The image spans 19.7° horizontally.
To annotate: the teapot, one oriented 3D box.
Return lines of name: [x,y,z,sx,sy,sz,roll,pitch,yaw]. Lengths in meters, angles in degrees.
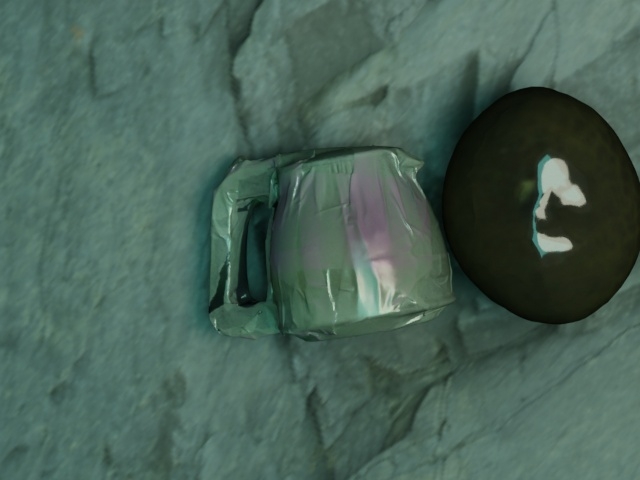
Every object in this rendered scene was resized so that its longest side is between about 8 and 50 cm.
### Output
teapot: [0.012,-0.002,1.690,0.163,0.221,0.178,-8,89,-42]

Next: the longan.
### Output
longan: [0.199,-0.030,1.661,0.198,0.198,0.212,-22,95,-1]
